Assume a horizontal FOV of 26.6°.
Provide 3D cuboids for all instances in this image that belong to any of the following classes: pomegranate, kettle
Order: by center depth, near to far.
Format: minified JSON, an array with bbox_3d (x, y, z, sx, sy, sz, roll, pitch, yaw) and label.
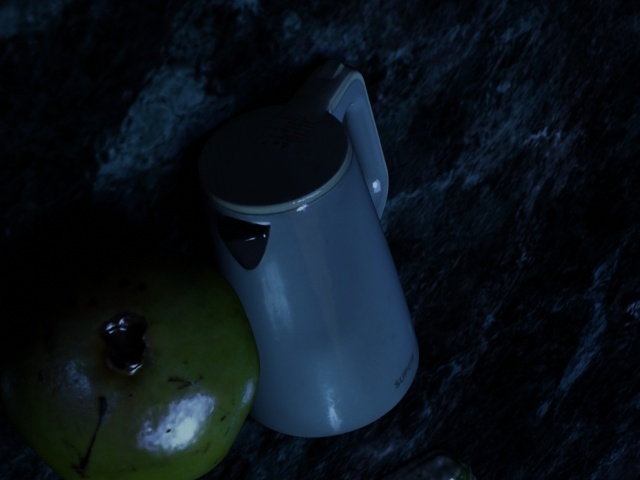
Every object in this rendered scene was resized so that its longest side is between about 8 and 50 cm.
[{"bbox_3d":[-0.123,0.096,0.970,0.179,0.179,0.210,-53,155,6],"label":"pomegranate"},{"bbox_3d":[0.000,0.000,1.065,0.210,0.160,0.243,-52,147,-34],"label":"kettle"}]

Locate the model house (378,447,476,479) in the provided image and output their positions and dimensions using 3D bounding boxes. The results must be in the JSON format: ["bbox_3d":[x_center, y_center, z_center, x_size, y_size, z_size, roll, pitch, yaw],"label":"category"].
[{"bbox_3d":[0.144,0.428,1.529,0.271,0.301,0.190,-26,148,-33],"label":"model house"}]
